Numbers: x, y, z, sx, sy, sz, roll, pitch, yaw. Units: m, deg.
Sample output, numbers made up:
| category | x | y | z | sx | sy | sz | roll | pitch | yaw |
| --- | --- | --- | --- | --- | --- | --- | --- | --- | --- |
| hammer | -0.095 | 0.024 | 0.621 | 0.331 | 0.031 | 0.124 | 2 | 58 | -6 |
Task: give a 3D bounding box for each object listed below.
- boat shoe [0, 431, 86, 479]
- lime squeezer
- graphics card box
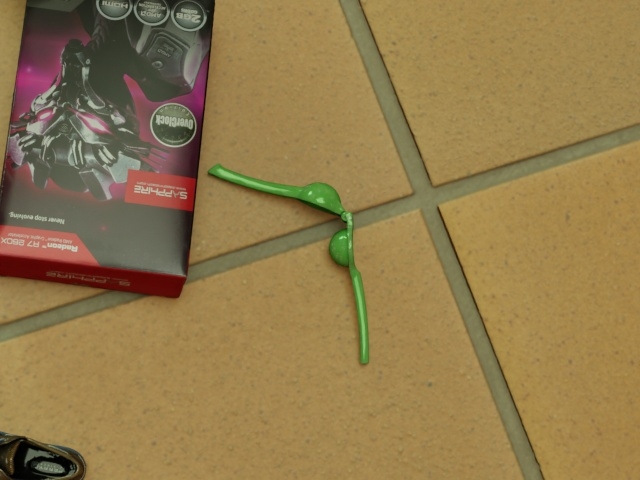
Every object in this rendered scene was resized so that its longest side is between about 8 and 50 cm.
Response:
| category | x | y | z | sx | sy | sz | roll | pitch | yaw |
| --- | --- | --- | --- | --- | --- | --- | --- | --- | --- |
| boat shoe | -0.357 | 0.245 | 1.635 | 0.183 | 0.066 | 0.066 | 6 | 75 | -11 |
| lime squeezer | 0.000 | 0.000 | 1.780 | 0.110 | 0.059 | 0.310 | -37 | 87 | -18 |
| graphics card box | -0.259 | -0.130 | 1.739 | 0.232 | 0.094 | 0.371 | 8 | 73 | -9 |
